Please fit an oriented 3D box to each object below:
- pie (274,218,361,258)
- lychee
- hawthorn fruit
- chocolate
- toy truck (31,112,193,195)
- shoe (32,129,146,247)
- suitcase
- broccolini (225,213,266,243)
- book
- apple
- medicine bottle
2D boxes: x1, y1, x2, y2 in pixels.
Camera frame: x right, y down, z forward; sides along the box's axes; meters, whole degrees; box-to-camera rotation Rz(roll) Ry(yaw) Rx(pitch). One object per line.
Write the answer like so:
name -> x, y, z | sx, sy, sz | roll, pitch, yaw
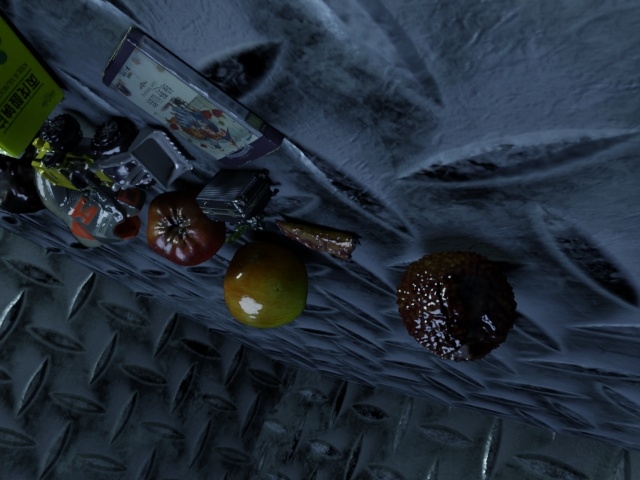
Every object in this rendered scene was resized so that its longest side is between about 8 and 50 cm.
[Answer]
pie -> 0.000, 0.000, 0.992 | 0.169, 0.034, 0.092 | 13, 155, 23
lychee -> 0.208, 0.098, 0.829 | 0.188, 0.188, 0.188 | 20, 161, 7
hawthorn fruit -> -0.264, -0.027, 1.076 | 0.162, 0.163, 0.203 | 22, 179, -1
chocolate -> -0.650, -0.180, 1.120 | 0.224, 0.206, 0.177 | 11, 116, 2
toy truck -> -0.369, -0.136, 0.910 | 0.285, 0.111, 0.136 | 6, 154, 24
shoe -> -0.464, -0.096, 1.113 | 0.170, 0.132, 0.336 | 0, 147, 1
suitcase -> -0.140, -0.074, 0.871 | 0.126, 0.086, 0.059 | 7, 141, 36
broccolini -> -0.176, -0.019, 1.107 | 0.071, 0.057, 0.254 | 65, 156, 7
book -> -0.181, -0.179, 0.725 | 0.231, 0.026, 0.157 | 33, 158, -27
apple -> -0.114, 0.097, 1.145 | 0.195, 0.196, 0.196 | 20, 161, 7
medicine bottle -> -0.501, -0.246, 0.727 | 0.141, 0.137, 0.250 | 17, 159, 15
